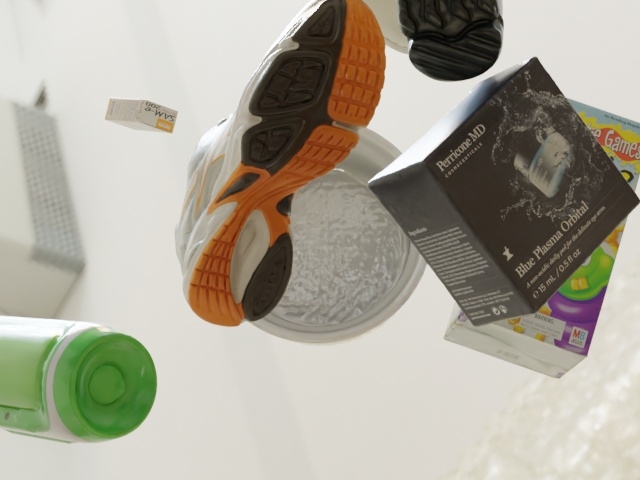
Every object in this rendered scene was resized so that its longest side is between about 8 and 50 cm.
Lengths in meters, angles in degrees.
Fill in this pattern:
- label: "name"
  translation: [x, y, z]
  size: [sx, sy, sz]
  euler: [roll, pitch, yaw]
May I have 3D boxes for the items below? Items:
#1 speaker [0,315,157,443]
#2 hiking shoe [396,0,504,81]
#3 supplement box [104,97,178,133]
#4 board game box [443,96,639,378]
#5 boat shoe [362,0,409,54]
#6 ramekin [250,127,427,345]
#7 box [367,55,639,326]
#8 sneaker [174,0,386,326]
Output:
- label: "speaker"
  translation: [-0.305, 0.148, 1.627]
  size: [0.131, 0.131, 0.296]
  euler: [10, 174, -41]
- label: "hiking shoe"
  translation: [0.095, -0.289, 1.274]
  size: [0.113, 0.304, 0.132]
  euler: [-3, -166, 9]
- label: "supplement box"
  translation: [-0.264, -0.185, 2.213]
  size: [0.062, 0.036, 0.098]
  euler: [18, 175, -41]
- label: "board game box"
  translation: [0.255, -0.006, 1.686]
  size: [0.144, 0.275, 0.142]
  euler: [19, 164, 1]
- label: "boat shoe"
  translation: [0.058, -0.392, 1.979]
  size: [0.324, 0.116, 0.097]
  euler: [53, -147, 3]
- label: "ramekin"
  translation: [0.000, 0.000, 1.850]
  size: [0.277, 0.277, 0.135]
  euler: [39, 173, 12]
- label: "box"
  translation: [0.154, -0.039, 1.247]
  size: [0.156, 0.093, 0.158]
  euler: [-43, -79, -27]
- label: "sneaker"
  translation: [-0.048, -0.074, 1.111]
  size: [0.099, 0.262, 0.121]
  euler: [17, -160, -32]
